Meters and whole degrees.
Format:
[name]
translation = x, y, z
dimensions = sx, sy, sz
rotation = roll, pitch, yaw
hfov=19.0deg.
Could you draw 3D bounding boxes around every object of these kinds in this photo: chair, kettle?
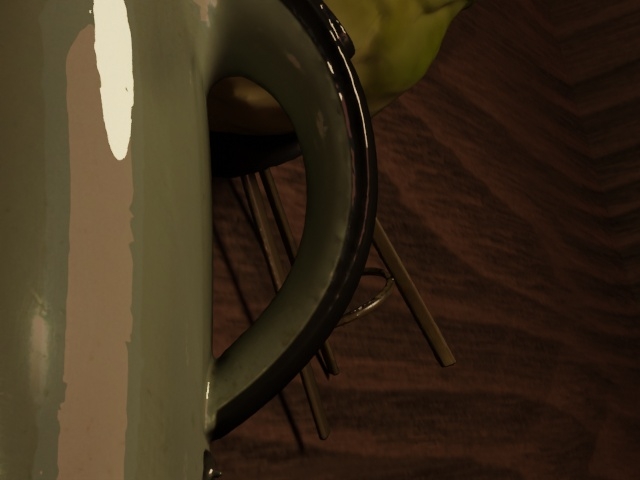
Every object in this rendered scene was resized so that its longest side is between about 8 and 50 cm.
[chair]
translation = -0.001, 0.001, 1.188
dimensions = 0.104, 0.095, 0.221
rotation = -90, 156, -70
[kettle]
translation = -0.090, -0.006, 0.686
dimensions = 0.161, 0.221, 0.236
rotation = 92, -1, -77

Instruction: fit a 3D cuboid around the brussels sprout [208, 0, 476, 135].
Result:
[brussels sprout]
translation = -0.031, -0.193, 1.057
dimensions = 0.274, 0.242, 0.316
rotation = 52, 30, -30
